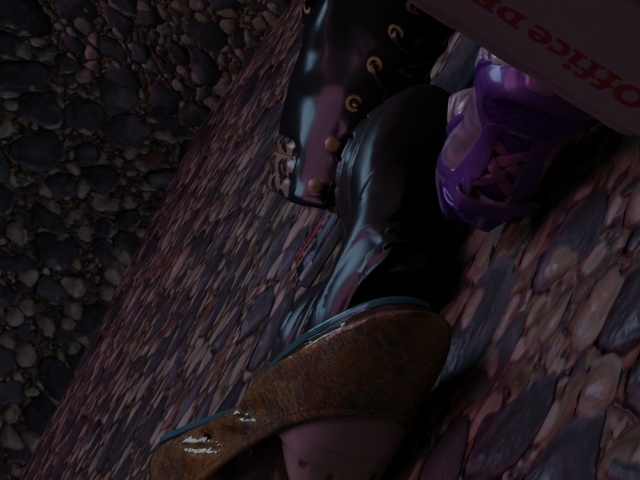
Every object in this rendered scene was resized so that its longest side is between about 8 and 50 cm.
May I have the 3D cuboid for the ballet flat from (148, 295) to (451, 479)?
[{"bbox_3d":[-0.016,0.152,1.132,0.348,0.123,0.123,-36,25,48],"label":"ballet flat"}]

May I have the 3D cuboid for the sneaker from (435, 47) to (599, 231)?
[{"bbox_3d":[0.129,-0.061,1.081,0.236,0.095,0.104,118,173,-79],"label":"sneaker"}]

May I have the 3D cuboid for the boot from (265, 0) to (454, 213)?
[{"bbox_3d":[0.071,-0.156,1.407,0.377,0.138,0.284,19,99,58],"label":"boot"}]

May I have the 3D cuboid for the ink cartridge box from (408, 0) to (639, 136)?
[{"bbox_3d":[0.190,-0.220,0.859,0.307,0.223,0.129,-45,17,54],"label":"ink cartridge box"}]

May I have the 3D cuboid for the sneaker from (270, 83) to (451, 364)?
[{"bbox_3d":[0.063,0.003,1.239,0.130,0.109,0.286,-21,48,63],"label":"sneaker"}]

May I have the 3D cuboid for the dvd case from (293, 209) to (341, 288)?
[{"bbox_3d":[0.000,0.000,1.735,0.087,0.013,0.119,-58,9,9],"label":"dvd case"}]
